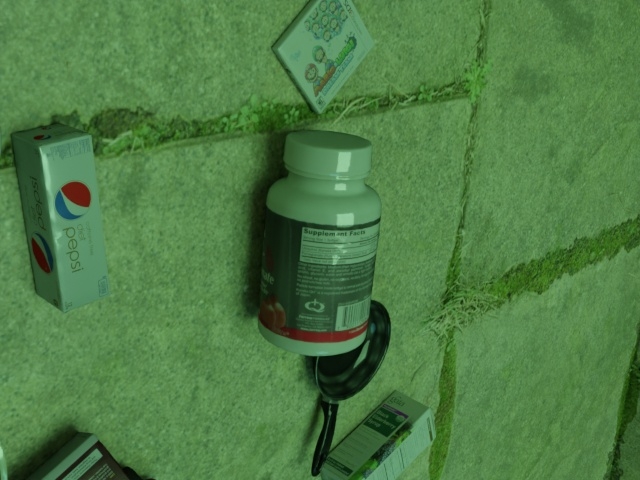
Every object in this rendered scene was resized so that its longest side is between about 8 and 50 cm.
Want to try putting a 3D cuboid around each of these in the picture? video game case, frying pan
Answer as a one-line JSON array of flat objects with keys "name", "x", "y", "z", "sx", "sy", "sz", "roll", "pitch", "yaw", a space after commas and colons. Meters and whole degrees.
[{"name": "video game case", "x": 0.008, "y": -0.298, "z": 1.308, "sx": 0.157, "sy": 0.019, "sz": 0.143, "roll": -54, "pitch": 137, "yaw": -16}, {"name": "frying pan", "x": 0.050, "y": 0.255, "z": 1.574, "sx": 0.197, "sy": 0.053, "sz": 0.326, "roll": -18, "pitch": 121, "yaw": -42}]

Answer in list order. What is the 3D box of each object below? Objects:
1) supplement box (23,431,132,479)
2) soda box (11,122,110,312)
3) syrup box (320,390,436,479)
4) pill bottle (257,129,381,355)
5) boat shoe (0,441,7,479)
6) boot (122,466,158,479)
[{"name": "supplement box", "x": -0.295, "y": 0.393, "z": 1.163, "sx": 0.130, "sy": 0.073, "sz": 0.239, "roll": -41, "pitch": 103, "yaw": -31}, {"name": "soda box", "x": -0.313, "y": -0.027, "z": 1.039, "sx": 0.069, "sy": 0.074, "sz": 0.216, "roll": -22, "pitch": 121, "yaw": -40}, {"name": "syrup box", "x": 0.116, "y": 0.412, "z": 1.681, "sx": 0.237, "sy": 0.093, "sz": 0.096, "roll": -38, "pitch": 131, "yaw": -30}, {"name": "pill bottle", "x": 0.000, "y": 0.000, "z": 1.311, "sx": 0.176, "sy": 0.176, "sz": 0.318, "roll": -13, "pitch": 116, "yaw": -44}, {"name": "boat shoe", "x": -0.429, "y": 0.211, "z": 1.004, "sx": 0.079, "sy": 0.095, "sz": 0.254, "roll": -24, "pitch": 122, "yaw": -41}, {"name": "boot", "x": -0.282, "y": 0.461, "z": 1.283, "sx": 0.176, "sy": 0.088, "sz": 0.244, "roll": -39, "pitch": 128, "yaw": -32}]
